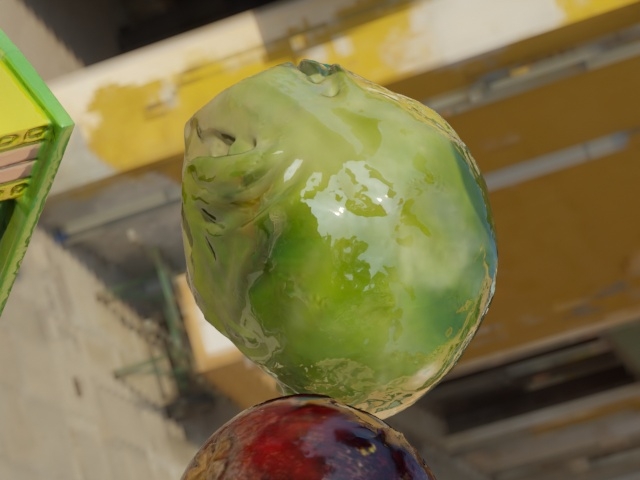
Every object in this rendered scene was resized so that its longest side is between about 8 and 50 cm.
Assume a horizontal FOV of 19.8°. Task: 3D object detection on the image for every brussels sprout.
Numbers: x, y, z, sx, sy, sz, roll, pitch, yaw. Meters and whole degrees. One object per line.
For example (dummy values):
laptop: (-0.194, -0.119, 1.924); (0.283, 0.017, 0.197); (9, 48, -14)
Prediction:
brussels sprout: (0.000, 0.000, 1.639); (0.268, 0.344, 0.344); (-12, 84, -51)

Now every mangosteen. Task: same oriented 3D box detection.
mangosteen: (0.006, 0.170, 0.950); (0.180, 0.166, 0.166); (29, 30, -15)

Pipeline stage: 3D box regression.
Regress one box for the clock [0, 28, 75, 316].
clock: (-0.292, 0.004, 1.011); (0.255, 0.220, 0.106); (-20, 59, -41)
